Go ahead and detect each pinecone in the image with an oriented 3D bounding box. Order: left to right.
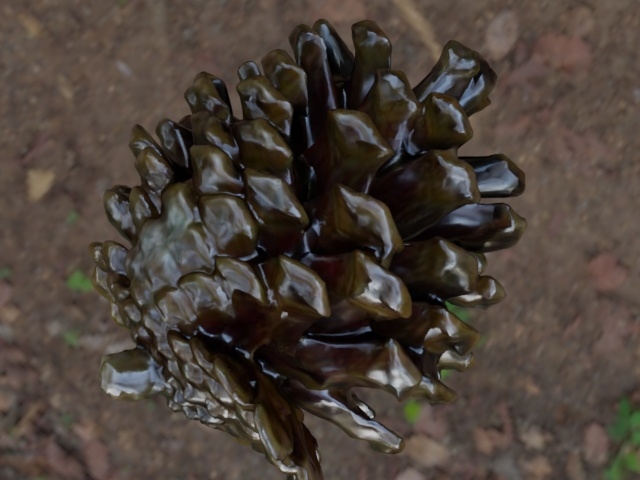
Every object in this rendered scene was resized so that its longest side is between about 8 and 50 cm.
[{"bbox_3d":[0.000,-0.001,0.823,0.185,0.168,0.212,44,98,20],"label":"pinecone"}]
